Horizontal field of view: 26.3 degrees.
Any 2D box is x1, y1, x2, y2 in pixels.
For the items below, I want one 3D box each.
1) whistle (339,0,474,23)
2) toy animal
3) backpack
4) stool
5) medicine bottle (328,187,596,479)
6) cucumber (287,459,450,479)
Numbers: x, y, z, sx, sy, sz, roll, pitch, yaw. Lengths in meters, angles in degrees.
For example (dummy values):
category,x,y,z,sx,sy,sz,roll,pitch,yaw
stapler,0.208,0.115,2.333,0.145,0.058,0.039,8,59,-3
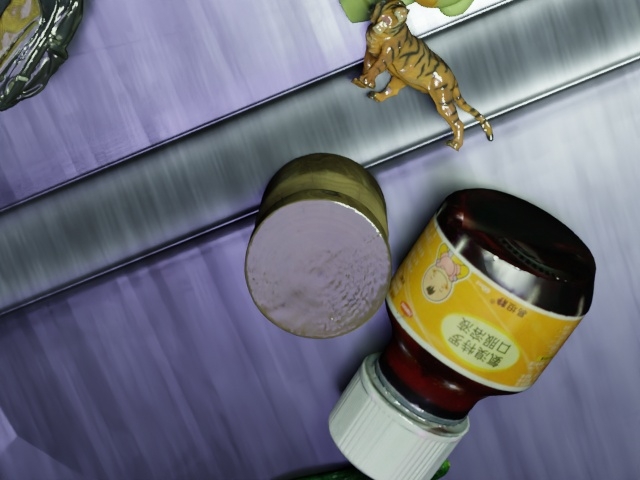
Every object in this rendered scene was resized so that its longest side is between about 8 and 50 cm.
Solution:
category,x,y,z,sx,sy,sz,roll,pitch,yaw
whistle,0.162,-0.345,1.723,0.294,0.141,0.141,-29,103,10
toy animal,0.136,-0.211,1.793,0.255,0.114,0.116,33,92,-32
backpack,-0.404,-0.298,1.763,0.206,0.133,0.258,35,98,1
stool,0.000,0.000,1.759,0.179,0.264,0.179,0,105,1
medicine bottle,0.180,0.145,1.823,0.242,0.242,0.395,25,113,-5
cucumber,0.048,0.350,1.968,0.284,0.056,0.056,-12,105,10
